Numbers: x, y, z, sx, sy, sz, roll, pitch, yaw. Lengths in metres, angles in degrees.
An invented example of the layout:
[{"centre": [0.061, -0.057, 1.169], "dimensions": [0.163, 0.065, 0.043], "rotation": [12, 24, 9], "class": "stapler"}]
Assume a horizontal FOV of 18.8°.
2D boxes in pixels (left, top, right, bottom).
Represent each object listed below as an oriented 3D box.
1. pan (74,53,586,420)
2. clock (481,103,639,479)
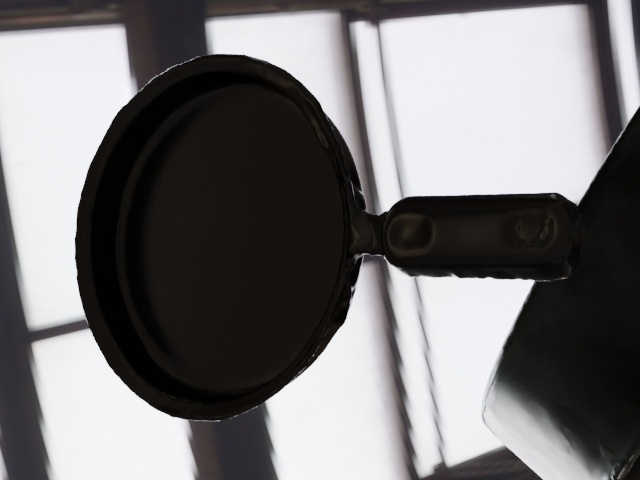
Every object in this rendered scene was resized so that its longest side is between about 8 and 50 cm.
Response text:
[{"centre": [0.000, 0.000, 0.686], "dimensions": [0.235, 0.028, 0.136], "rotation": [2, -94, 42], "class": "pan"}, {"centre": [0.210, -0.044, 0.882], "dimensions": [0.076, 0.386, 0.386], "rotation": [36, -61, 14], "class": "clock"}]
